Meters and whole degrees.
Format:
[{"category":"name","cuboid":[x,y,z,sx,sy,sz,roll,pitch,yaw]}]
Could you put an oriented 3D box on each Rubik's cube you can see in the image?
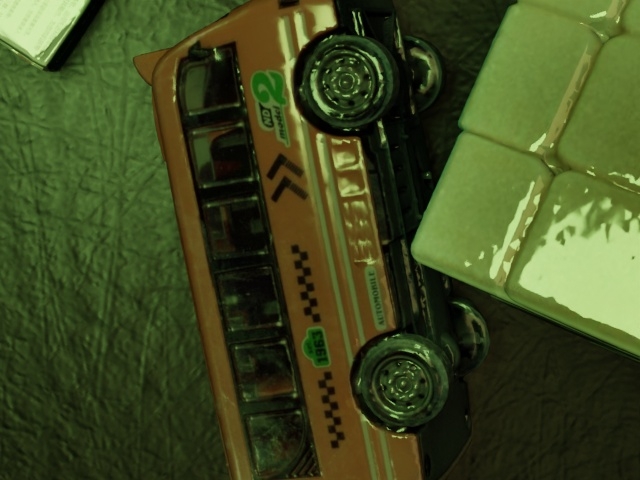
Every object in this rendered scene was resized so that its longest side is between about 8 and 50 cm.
[{"category":"Rubik's cube","cuboid":[0.305,-0.050,1.088,0.319,0.322,0.316,24,91,24]}]

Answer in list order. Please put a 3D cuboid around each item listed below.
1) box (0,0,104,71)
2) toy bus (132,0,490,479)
[{"category":"box","cuboid":[-0.243,-0.267,1.233,0.135,0.081,0.199,33,94,-4]},{"category":"toy bus","cuboid":[0.000,0.000,1.187,0.233,0.203,0.426,-10,95,19]}]
